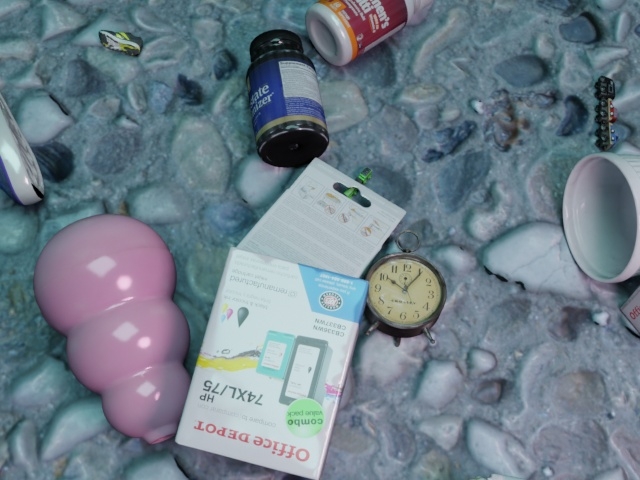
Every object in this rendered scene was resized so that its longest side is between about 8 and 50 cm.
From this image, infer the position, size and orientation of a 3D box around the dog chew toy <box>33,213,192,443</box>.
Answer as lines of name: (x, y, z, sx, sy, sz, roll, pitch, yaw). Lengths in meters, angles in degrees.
dog chew toy: (-0.283, 0.131, 1.336, 0.207, 0.206, 0.331, -19, 75, -13)

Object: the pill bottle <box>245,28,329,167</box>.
pill bottle: (-0.061, -0.244, 1.570, 0.123, 0.122, 0.219, -7, 63, -7)

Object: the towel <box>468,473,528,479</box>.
towel: (0.337, 0.497, 1.205, 0.375, 0.090, 0.320, 17, 62, -9)

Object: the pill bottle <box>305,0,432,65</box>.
pill bottle: (0.090, -0.417, 1.667, 0.221, 0.121, 0.121, -36, 71, -19)

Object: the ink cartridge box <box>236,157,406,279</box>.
ink cartridge box: (0.000, 0.000, 1.496, 0.189, 0.066, 0.232, 32, 58, 12)

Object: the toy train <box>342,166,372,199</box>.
toy train: (0.059, -0.091, 1.556, 0.017, 0.023, 0.083, 36, 66, 14)

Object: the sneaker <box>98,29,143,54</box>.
sneaker: (-0.359, -0.361, 1.666, 0.083, 0.031, 0.035, 23, 51, 3)

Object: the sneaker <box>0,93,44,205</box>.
sneaker: (-0.612, -0.148, 1.499, 0.236, 0.130, 0.322, -29, 73, -6)

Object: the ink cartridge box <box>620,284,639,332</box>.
ink cartridge box: (0.576, 0.137, 1.397, 0.092, 0.158, 0.217, -27, 68, -15)

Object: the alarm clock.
alarm clock: (0.132, 0.070, 1.457, 0.130, 0.064, 0.192, 8, 66, 1)

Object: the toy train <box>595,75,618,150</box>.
toy train: (0.511, -0.226, 1.651, 0.036, 0.027, 0.158, 13, 62, -9)

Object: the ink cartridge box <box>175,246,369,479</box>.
ink cartridge box: (-0.060, 0.177, 1.289, 0.198, 0.197, 0.269, 14, 78, 3)

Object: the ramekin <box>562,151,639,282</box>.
ramekin: (0.485, -0.040, 1.461, 0.109, 0.207, 0.207, -6, 64, -16)
